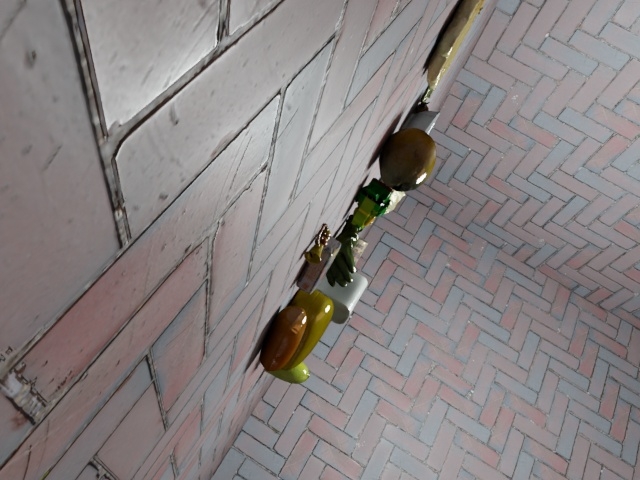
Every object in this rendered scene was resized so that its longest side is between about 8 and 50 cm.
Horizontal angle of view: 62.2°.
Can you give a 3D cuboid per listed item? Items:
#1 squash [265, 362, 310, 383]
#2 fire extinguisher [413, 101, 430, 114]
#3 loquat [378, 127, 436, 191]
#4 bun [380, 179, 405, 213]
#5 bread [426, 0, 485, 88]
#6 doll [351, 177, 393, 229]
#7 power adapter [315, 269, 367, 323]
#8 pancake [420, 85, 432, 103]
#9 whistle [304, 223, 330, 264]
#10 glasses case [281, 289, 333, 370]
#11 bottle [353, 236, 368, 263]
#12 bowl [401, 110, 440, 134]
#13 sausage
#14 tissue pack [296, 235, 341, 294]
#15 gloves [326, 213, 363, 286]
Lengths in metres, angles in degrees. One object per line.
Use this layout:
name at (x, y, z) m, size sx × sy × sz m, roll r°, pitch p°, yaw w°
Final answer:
squash at (-0.132, 0.547, 2.277) m, size 0.123 × 0.187 × 0.123 m, roll 24°, pitch 90°, yaw -84°
fire extinguisher at (0.362, -0.457, 1.963) m, size 0.062 × 0.050 × 0.177 m, roll -32°, pitch 163°, yaw -19°
loquat at (0.267, -0.250, 1.638) m, size 0.227 × 0.179 × 0.179 m, roll -58°, pitch 175°, yaw -47°
bun at (0.297, -0.199, 2.316) m, size 0.222 × 0.128 × 0.222 m, roll -60°, pitch 173°, yaw -12°
bread at (0.380, -0.576, 1.493) m, size 0.315 × 0.054 × 0.316 m, roll -59°, pitch 175°, yaw -8°
doll at (0.163, -0.117, 1.742) m, size 0.134 × 0.106 × 0.186 m, roll -44°, pitch 165°, yaw -46°
power adapter at (0.072, 0.179, 2.078) m, size 0.255 × 0.187 × 0.124 m, roll -53°, pitch 173°, yaw -47°
pancake at (0.405, -0.557, 1.933) m, size 0.129 × 0.023 × 0.116 m, roll -57°, pitch 171°, yaw -16°
whistle at (-0.005, 0.001, 1.354) m, size 0.046 × 0.057 × 0.109 m, roll -6°, pitch -135°, yaw 37°
glasses case at (-0.062, 0.303, 1.822) m, size 0.173 × 0.141 × 0.371 m, roll -53°, pitch 172°, yaw -47°
bottle at (0.120, 0.077, 2.375) m, size 0.209 × 0.097 × 0.110 m, roll -60°, pitch 174°, yaw 7°
bowl at (0.340, -0.397, 1.889) m, size 0.189 × 0.086 × 0.189 m, roll -54°, pitch 173°, yaw -10°
sausage at (-0.113, 0.297, 1.578) m, size 0.105 × 0.105 × 0.274 m, roll -52°, pitch 171°, yaw -46°
tissue pack at (-0.004, 0.067, 1.513) m, size 0.148 × 0.060 × 0.108 m, roll -62°, pitch 172°, yaw 24°
gloves at (0.079, 0.034, 1.826) m, size 0.135 × 0.107 × 0.267 m, roll 127°, pitch -20°, yaw -65°
